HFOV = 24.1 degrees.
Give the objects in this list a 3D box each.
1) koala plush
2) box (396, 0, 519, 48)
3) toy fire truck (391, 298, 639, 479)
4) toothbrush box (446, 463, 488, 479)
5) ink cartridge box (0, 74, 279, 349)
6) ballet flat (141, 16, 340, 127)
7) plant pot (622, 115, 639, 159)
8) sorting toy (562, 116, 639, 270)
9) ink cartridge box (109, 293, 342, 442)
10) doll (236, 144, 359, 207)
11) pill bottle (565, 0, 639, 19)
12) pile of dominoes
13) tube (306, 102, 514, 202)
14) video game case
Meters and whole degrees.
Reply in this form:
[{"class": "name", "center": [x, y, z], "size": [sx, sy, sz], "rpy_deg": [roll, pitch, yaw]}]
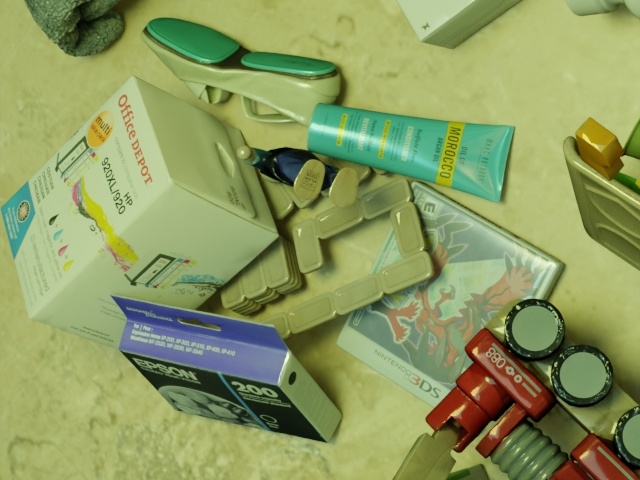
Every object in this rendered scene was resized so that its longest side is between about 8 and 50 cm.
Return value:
[{"class": "koala plush", "center": [-0.236, -0.336, 1.667], "size": [0.221, 0.203, 0.196], "rpy_deg": [-27, 93, 2]}, {"class": "box", "center": [0.131, -0.264, 1.513], "size": [0.102, 0.087, 0.101], "rpy_deg": [-34, 76, 25]}, {"class": "toy fire truck", "center": [0.184, 0.202, 1.404], "size": [0.246, 0.158, 0.217], "rpy_deg": [-45, 77, -1]}, {"class": "toothbrush box", "center": [0.025, 0.335, 1.517], "size": [0.283, 0.206, 0.122], "rpy_deg": [-25, 80, 27]}, {"class": "ink cartridge box", "center": [-0.197, -0.024, 1.623], "size": [0.233, 0.168, 0.171], "rpy_deg": [-41, 49, 22]}, {"class": "ballet flat", "center": [-0.093, -0.177, 1.646], "size": [0.248, 0.086, 0.086], "rpy_deg": [20, 100, 26]}, {"class": "plant pot", "center": [0.339, -0.098, 1.417], "size": [0.079, 0.083, 0.083], "rpy_deg": [29, 105, 12]}, {"class": "sorting toy", "center": [0.307, -0.009, 1.315], "size": [0.229, 0.307, 0.041], "rpy_deg": [41, 86, 23]}, {"class": "ink cartridge box", "center": [-0.105, 0.138, 1.591], "size": [0.206, 0.208, 0.045], "rpy_deg": [9, 61, 28]}, {"class": "doll", "center": [-0.026, -0.073, 1.553], "size": [0.189, 0.129, 0.046], "rpy_deg": [-153, 76, -70]}, {"class": "pill bottle", "center": [0.347, -0.272, 1.368], "size": [0.246, 0.136, 0.136], "rpy_deg": [-5, 89, 28]}, {"class": "pile of dominoes", "center": [0.000, 0.000, 1.617], "size": [0.251, 0.040, 0.196], "rpy_deg": [-24, 63, 24]}, {"class": "tube", "center": [0.091, -0.097, 1.548], "size": [0.207, 0.052, 0.080], "rpy_deg": [12, 91, 12]}, {"class": "video game case", "center": [0.130, 0.068, 1.558], "size": [0.183, 0.023, 0.201], "rpy_deg": [31, 105, 24]}]
